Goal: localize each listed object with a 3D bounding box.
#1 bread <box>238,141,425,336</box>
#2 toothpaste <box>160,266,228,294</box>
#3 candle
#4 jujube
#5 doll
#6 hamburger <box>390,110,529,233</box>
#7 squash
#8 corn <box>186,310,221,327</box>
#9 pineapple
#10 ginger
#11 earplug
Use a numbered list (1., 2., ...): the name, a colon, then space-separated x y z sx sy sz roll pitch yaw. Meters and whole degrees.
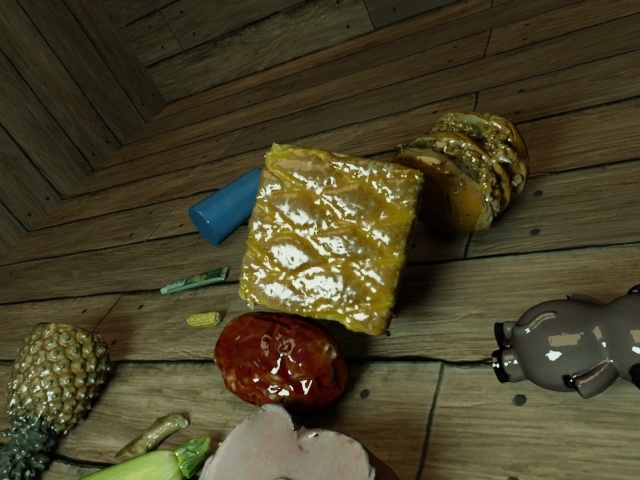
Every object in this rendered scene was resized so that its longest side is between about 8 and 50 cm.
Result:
1. bread: 0.027 -0.008 0.936 0.279 0.279 0.207 11 5 13
2. toothpaste: -0.337 0.111 1.408 0.204 0.031 0.049 -16 35 17
3. candle: -0.042 0.382 0.694 0.317 0.131 0.287 -8 43 47
4. jujube: -0.071 0.207 0.916 0.250 0.174 0.174 3 44 43
5. doll: 0.365 0.141 0.714 0.257 0.117 0.182 -10 37 29
6. hamburger: 0.268 -0.134 1.081 0.260 0.245 0.211 38 67 13
7. squash: -0.312 0.409 0.866 0.287 0.137 0.137 -28 31 -2
8. corn: -0.270 0.185 1.240 0.092 0.037 0.037 -7 37 29
9. pineapple: -0.589 0.351 1.118 0.202 0.202 0.362 -13 42 24
10. ginger: -0.317 0.372 1.003 0.137 0.044 0.057 -36 2 -23
11. earplug: -0.243 -0.118 1.580 0.273 0.132 0.132 -40 33 -24
